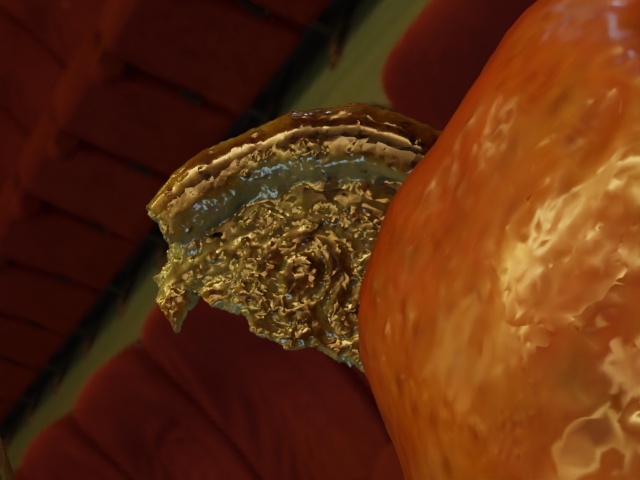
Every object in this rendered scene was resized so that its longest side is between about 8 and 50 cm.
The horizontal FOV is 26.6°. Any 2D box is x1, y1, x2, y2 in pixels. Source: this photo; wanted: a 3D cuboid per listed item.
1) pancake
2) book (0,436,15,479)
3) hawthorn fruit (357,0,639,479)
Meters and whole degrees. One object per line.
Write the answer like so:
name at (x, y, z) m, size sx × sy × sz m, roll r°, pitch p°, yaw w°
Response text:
pancake at (0.003, -0.005, 1.467) m, size 0.067 × 0.427 × 0.305 m, roll 31°, pitch -103°, yaw -73°
book at (-0.304, 0.276, 0.817) m, size 0.043 × 0.260 × 0.371 m, roll -7°, pitch 13°, yaw 33°
hawthorn fruit at (0.254, 0.054, 0.752) m, size 0.472 × 0.472 × 0.472 m, roll -56°, pitch 17°, yaw 28°
